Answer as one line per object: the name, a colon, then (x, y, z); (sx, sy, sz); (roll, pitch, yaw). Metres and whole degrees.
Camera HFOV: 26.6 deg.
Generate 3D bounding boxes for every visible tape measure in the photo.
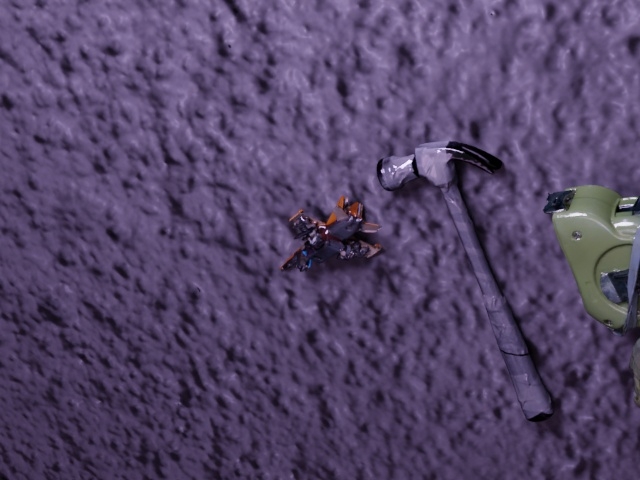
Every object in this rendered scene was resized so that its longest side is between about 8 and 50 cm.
tape measure: (0.381, 0.027, 1.641); (0.175, 0.106, 0.200); (-8, 116, 30)

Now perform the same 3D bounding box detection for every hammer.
hammer: (0.213, 0.061, 1.773); (0.152, 0.044, 0.427); (-11, 114, 26)

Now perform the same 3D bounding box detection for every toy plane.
toy plane: (-0.001, 0.009, 1.817); (0.135, 0.062, 0.188); (27, 132, -26)

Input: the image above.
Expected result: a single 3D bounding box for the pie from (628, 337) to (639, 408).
pie: (0.509, 0.193, 1.636); (0.306, 0.071, 0.306); (28, 156, 14)
